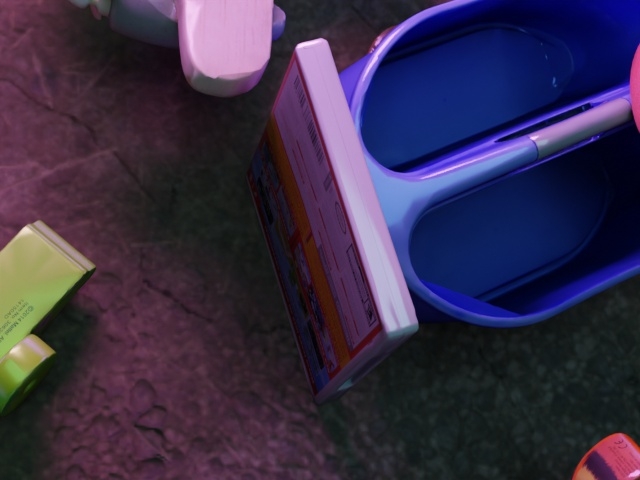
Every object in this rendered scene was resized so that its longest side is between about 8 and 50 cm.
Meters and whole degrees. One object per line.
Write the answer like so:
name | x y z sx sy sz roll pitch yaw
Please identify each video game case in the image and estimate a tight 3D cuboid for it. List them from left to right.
video game case | 0.000 0.000 1.066 0.025 0.285 0.204 -15 78 -13

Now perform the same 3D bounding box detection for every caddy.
caddy | 0.153 -0.070 1.115 0.341 0.179 0.241 -23 92 -26

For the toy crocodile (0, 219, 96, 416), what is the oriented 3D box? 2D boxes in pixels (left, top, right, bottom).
toy crocodile | -0.296 0.126 1.089 0.115 0.105 0.340 35 68 1

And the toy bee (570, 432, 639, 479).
toy bee | 0.273 0.282 1.105 0.298 0.195 0.162 40 97 -8

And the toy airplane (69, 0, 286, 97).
toy airplane | -0.103 -0.322 1.177 0.384 0.272 0.386 53 37 -4

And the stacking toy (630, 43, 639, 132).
stacking toy | 0.399 -0.124 1.054 0.309 0.130 0.279 27 55 -1

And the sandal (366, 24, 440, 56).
sandal | 0.109 -0.079 1.229 0.219 0.060 0.090 48 68 -11
